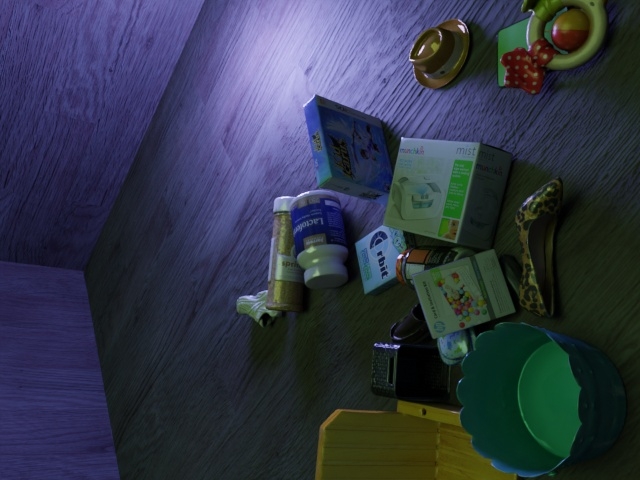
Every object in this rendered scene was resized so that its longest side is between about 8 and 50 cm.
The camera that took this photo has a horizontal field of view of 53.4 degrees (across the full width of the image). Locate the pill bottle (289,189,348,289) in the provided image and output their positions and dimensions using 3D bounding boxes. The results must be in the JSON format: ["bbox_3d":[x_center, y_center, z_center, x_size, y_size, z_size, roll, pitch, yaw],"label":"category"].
[{"bbox_3d":[0.000,0.000,1.856,0.153,0.153,0.264,-35,55,43],"label":"pill bottle"}]

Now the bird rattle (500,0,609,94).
[{"bbox_3d":[0.491,-0.435,1.337,0.207,0.143,0.253,14,96,37],"label":"bird rattle"}]

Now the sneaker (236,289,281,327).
[{"bbox_3d":[-0.209,0.237,2.129,0.232,0.090,0.115,-23,67,49],"label":"sneaker"}]

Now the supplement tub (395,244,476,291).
[{"bbox_3d":[0.275,0.070,1.503,0.190,0.117,0.117,3,84,54],"label":"supplement tub"}]

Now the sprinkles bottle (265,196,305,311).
[{"bbox_3d":[-0.100,0.045,2.005,0.121,0.121,0.355,-6,77,52],"label":"sprinkles bottle"}]

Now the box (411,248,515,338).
[{"bbox_3d":[0.307,0.114,1.376,0.038,0.186,0.145,28,-136,-87],"label":"box"}]

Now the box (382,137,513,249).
[{"bbox_3d":[0.298,-0.117,1.516,0.262,0.127,0.231,19,98,54],"label":"box"}]

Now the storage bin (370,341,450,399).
[{"bbox_3d":[0.210,0.303,1.474,0.084,0.180,0.122,-7,76,53],"label":"storage bin"}]

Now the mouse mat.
[{"bbox_3d":[0.482,-0.443,1.453,0.190,0.007,0.152,-10,73,52],"label":"mouse mat"}]

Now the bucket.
[{"bbox_3d":[0.416,0.298,1.201,0.281,0.183,0.281,-19,65,50],"label":"bucket"}]

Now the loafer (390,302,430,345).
[{"bbox_3d":[0.242,0.185,1.534,0.220,0.078,0.080,-37,30,36],"label":"loafer"}]

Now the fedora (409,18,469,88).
[{"bbox_3d":[0.295,-0.493,1.653,0.194,0.079,0.194,-18,67,50],"label":"fedora"}]

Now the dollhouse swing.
[{"bbox_3d":[0.198,0.524,1.332,0.315,0.305,0.347,-5,76,53],"label":"dollhouse swing"}]

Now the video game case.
[{"bbox_3d":[0.084,-0.244,1.729,0.061,0.244,0.269,-37,54,42],"label":"video game case"}]

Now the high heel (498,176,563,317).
[{"bbox_3d":[0.460,0.020,1.277,0.186,0.093,0.261,-114,33,-46],"label":"high heel"}]

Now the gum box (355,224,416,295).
[{"bbox_3d":[0.177,0.041,1.703,0.184,0.041,0.157,-37,53,43],"label":"gum box"}]

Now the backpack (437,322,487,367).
[{"bbox_3d":[0.315,0.231,1.435,0.114,0.084,0.105,-37,51,46],"label":"backpack"}]
